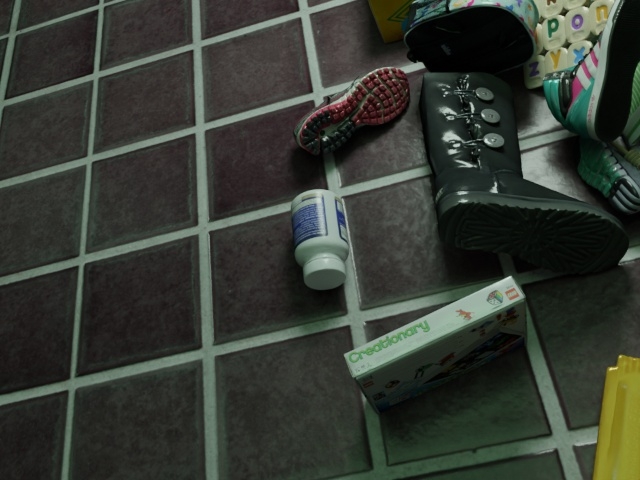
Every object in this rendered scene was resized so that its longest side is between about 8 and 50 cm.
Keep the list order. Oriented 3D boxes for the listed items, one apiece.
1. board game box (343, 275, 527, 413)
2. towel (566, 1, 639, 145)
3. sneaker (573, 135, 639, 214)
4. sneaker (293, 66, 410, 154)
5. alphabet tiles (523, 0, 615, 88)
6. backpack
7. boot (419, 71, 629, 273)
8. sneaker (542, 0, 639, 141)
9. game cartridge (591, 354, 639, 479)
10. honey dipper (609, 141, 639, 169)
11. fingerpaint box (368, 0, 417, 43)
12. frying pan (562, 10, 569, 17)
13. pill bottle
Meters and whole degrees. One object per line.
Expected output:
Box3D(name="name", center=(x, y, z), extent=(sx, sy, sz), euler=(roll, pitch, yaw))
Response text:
Box3D(name="board game box", center=(0.206, 0.187, 1.220), extent=(0.305, 0.193, 0.053), euler=(-25, 56, 1))
Box3D(name="towel", center=(0.610, -0.382, 1.426), extent=(0.038, 0.247, 0.324), euler=(-5, 53, -22))
Box3D(name="sneaker", center=(0.580, -0.129, 1.387), extent=(0.098, 0.083, 0.223), euler=(2, 45, -21))
Box3D(name="sneaker", center=(0.069, -0.306, 1.621), extent=(0.299, 0.120, 0.112), euler=(-29, 24, -11))
Box3D(name="alphabet tiles", center=(0.501, -0.476, 1.518), extent=(0.284, 0.021, 0.277), euler=(-6, 89, 54))
Box3D(name="backpack", center=(0.339, -0.461, 1.532), extent=(0.254, 0.225, 0.191), euler=(-5, 58, 45))
Box3D(name="boot", center=(0.381, -0.155, 1.408), extent=(0.367, 0.146, 0.445), euler=(14, 40, -11))
Box3D(name="sneaker", center=(0.533, -0.342, 1.390), extent=(0.178, 0.124, 0.295), euler=(24, 100, 62))
Box3D(name="game cartridge", center=(0.597, 0.336, 1.091), extent=(0.324, 0.052, 0.285), euler=(8, 62, 21))
Box3D(name="honey dipper", center=(0.591, -0.196, 1.437), extent=(0.030, 0.030, 0.160), euler=(-34, 52, -5))
Box3D(name="fingerpaint box", center=(0.299, -0.746, 1.770), extent=(0.371, 0.163, 0.444), euler=(-11, 57, 17))
Box3D(name="frying pan", center=(0.614, -0.454, 1.516), extent=(0.053, 0.326, 0.197), euler=(-3, 85, -18))
Box3D(name="pill bottle", center=(0.000, 0.000, 1.448), extent=(0.112, 0.112, 0.186), euler=(-13, 56, 10))
